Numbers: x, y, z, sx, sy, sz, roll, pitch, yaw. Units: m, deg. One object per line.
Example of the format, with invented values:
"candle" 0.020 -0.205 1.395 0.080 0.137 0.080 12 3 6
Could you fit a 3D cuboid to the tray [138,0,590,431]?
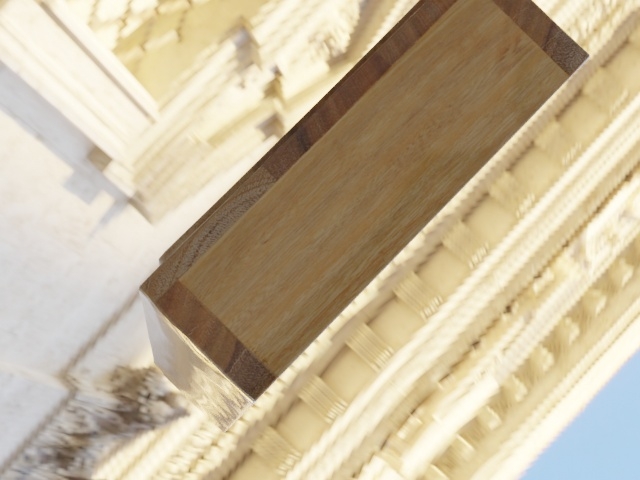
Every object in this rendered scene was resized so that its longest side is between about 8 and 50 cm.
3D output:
"tray" 0.000 0.000 0.860 0.076 0.411 0.203 44 -100 1
